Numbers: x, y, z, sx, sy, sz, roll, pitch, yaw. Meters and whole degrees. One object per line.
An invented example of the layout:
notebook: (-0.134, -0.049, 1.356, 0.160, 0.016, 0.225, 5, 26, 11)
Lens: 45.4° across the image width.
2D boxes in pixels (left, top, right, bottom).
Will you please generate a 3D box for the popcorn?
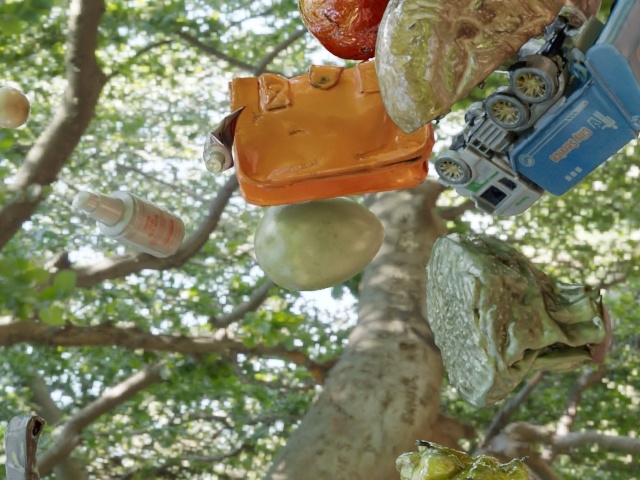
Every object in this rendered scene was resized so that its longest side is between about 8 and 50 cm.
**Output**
popcorn: (0.153, 0.326, 0.897, 0.218, 0.189, 0.169, -4, -83, -50)

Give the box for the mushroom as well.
mushroom: (0.164, -0.261, 0.905, 0.286, 0.156, 0.151, -42, -82, -20)

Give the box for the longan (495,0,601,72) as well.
longan: (0.300, -0.382, 1.197, 0.258, 0.258, 0.258, 3, -90, -71)

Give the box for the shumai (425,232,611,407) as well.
shumai: (0.276, 0.102, 1.093, 0.225, 0.222, 0.260, 93, 159, -45)

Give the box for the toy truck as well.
toy truck: (0.305, -0.169, 1.036, 0.146, 0.175, 0.367, -53, 2, -30)

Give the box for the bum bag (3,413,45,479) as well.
bum bag: (-0.508, 0.419, 1.331, 0.060, 0.107, 0.232, -1, -101, -45)

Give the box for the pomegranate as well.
pomegranate: (0.055, -0.439, 1.394, 0.210, 0.235, 0.210, -40, -19, -17)

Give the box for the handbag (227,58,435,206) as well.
handbag: (0.019, -0.236, 1.603, 0.116, 0.410, 0.303, 82, -179, -63)

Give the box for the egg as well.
egg: (0.000, 0.000, 1.687, 0.218, 0.296, 0.218, 173, 90, -79)

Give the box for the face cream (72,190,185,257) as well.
face cream: (-0.381, -0.044, 1.507, 0.252, 0.101, 0.101, 30, -116, -56)

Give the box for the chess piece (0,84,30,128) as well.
chess piece: (-0.563, -0.231, 1.325, 0.094, 0.171, 0.094, -21, -63, -50)

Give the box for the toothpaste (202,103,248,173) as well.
toothpaste: (-0.168, -0.179, 1.378, 0.301, 0.048, 0.075, -85, -8, -67)
